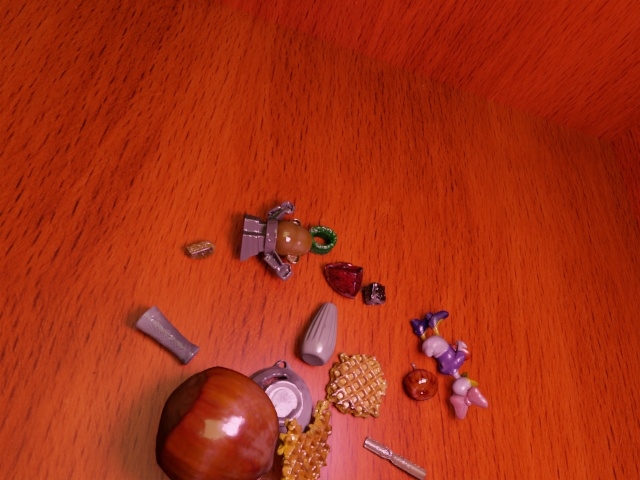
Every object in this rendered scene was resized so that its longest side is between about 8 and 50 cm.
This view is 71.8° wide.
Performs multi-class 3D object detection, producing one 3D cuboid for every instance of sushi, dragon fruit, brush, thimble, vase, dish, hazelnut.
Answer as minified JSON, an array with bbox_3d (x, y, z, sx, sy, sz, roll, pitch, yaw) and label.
[{"bbox_3d":[0.229,0.226,1.852,0.094,0.098,0.084,11,64,-27],"label":"sushi"},{"bbox_3d":[0.096,0.160,1.858,0.161,0.120,0.127,17,99,16],"label":"dragon fruit"},{"bbox_3d":[0.267,0.795,1.608,0.248,0.036,0.043,28,53,3],"label":"brush"},{"bbox_3d":[0.000,0.000,1.889,0.130,0.090,0.118,27,58,-6],"label":"thimble"},{"bbox_3d":[-0.519,0.330,1.519,0.219,0.096,0.096,41,57,0],"label":"vase"},{"bbox_3d":[0.005,0.350,1.692,0.128,0.128,0.248,27,48,-6],"label":"vase"},{"bbox_3d":[-0.144,0.561,1.521,0.303,0.120,0.303,9,62,-17],"label":"dish"},{"bbox_3d":[-0.314,0.575,1.325,0.366,0.366,0.365,9,61,-16],"label":"hazelnut"}]

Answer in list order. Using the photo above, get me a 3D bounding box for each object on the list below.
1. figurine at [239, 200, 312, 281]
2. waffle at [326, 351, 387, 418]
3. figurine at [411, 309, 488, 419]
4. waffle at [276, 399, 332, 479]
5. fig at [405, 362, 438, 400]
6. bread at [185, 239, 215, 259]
[{"bbox_3d":[-0.174,-0.007,1.783,0.285,0.167,0.342,4,83,-10],"label":"figurine"},{"bbox_3d":[0.144,0.547,1.683,0.243,0.059,0.237,18,55,-14],"label":"waffle"},{"bbox_3d":[0.512,0.478,1.767,0.193,0.154,0.421,-2,54,-49],"label":"figurine"},{"bbox_3d":[-0.050,0.674,1.440,0.293,0.069,0.259,10,81,-59],"label":"waffle"},{"bbox_3d":[0.383,0.559,1.736,0.128,0.150,0.128,-5,99,-34],"label":"fig"},{"bbox_3d":[-0.460,0.039,1.713,0.110,0.060,0.066,-21,86,-32],"label":"bread"}]
